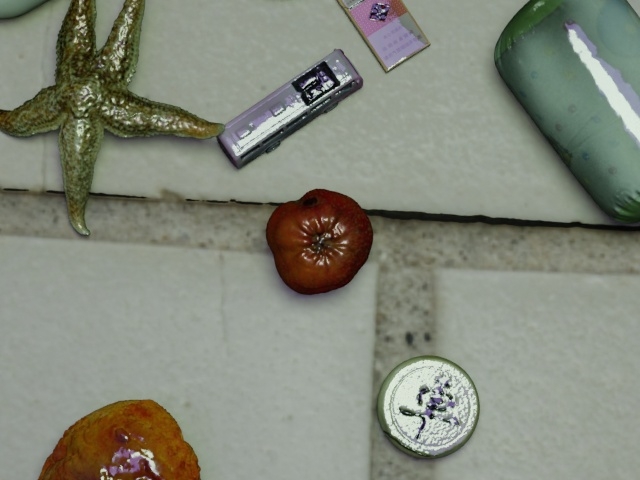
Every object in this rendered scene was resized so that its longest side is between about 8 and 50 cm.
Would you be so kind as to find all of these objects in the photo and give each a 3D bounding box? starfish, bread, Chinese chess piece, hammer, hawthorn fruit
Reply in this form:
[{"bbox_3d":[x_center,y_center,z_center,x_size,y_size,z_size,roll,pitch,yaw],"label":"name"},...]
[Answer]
[{"bbox_3d":[-0.181,-0.114,1.208,0.217,0.050,0.223,8,97,6],"label":"starfish"},{"bbox_3d":[-0.188,0.249,1.152,0.139,0.095,0.269,36,88,12],"label":"bread"},{"bbox_3d":[0.087,0.135,1.196,0.084,0.034,0.084,0,81,-1],"label":"Chinese chess piece"},{"bbox_3d":[0.319,-0.175,1.208,0.335,0.119,0.206,-35,85,-11],"label":"hammer"},{"bbox_3d":[0.000,0.000,1.190,0.093,0.093,0.093,0,82,0],"label":"hawthorn fruit"}]

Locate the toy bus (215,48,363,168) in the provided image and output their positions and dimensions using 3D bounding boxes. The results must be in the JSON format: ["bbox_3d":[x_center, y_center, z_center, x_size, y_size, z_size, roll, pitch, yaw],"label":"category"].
[{"bbox_3d":[-0.026,-0.110,1.221,0.131,0.052,0.037,-34,82,-4],"label":"toy bus"}]

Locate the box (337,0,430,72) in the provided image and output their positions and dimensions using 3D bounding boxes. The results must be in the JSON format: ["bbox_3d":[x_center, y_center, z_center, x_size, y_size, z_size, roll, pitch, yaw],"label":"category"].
[{"bbox_3d":[0.052,-0.188,1.251,0.046,0.012,0.083,-33,85,-3],"label":"box"}]

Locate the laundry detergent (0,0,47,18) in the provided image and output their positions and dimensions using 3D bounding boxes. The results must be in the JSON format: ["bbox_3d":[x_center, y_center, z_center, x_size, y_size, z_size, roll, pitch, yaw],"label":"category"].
[{"bbox_3d":[-0.244,-0.247,1.232,0.226,0.070,0.099,-31,92,-3],"label":"laundry detergent"}]
